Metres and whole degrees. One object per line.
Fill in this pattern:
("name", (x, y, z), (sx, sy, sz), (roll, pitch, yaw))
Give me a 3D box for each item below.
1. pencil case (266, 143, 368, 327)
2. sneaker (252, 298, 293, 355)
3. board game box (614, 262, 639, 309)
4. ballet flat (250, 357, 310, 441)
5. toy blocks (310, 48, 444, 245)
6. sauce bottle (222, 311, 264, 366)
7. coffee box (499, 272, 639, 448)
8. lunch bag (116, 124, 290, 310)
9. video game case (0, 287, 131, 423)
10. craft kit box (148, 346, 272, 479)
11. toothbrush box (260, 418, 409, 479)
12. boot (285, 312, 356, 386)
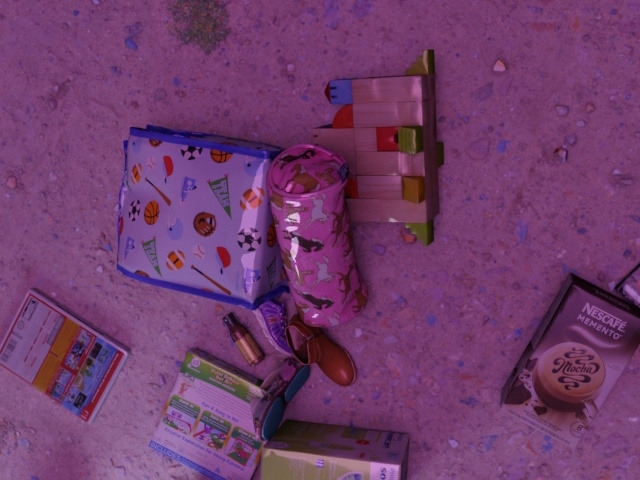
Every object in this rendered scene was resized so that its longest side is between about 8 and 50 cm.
("pencil case", (0.000, 0.000, 1.617), (0.167, 0.160, 0.386), (-9, 131, 0))
("sneaker", (-0.097, 0.173, 1.788), (0.071, 0.068, 0.170), (-30, 88, 6))
("board game box", (0.704, 0.117, 1.642), (0.186, 0.026, 0.126), (44, 102, 5))
("ballet flat", (-0.101, 0.335, 1.745), (0.079, 0.221, 0.077), (10, 132, 25))
("toy blocks", (0.101, -0.189, 1.677), (0.260, 0.190, 0.382), (2, 105, 24))
("sauce bottle", (-0.173, 0.218, 1.819), (0.042, 0.042, 0.128), (-33, 86, 12))
("coffee box", (0.503, 0.237, 1.633), (0.168, 0.119, 0.297), (27, 105, 8))
("lunch bag", (-0.246, -0.062, 1.707), (0.385, 0.239, 0.328), (9, 99, 21))
("video game case", (-0.608, 0.270, 1.918), (0.285, 0.025, 0.204), (31, 99, 8))
("craft kit box", (-0.229, 0.403, 1.839), (0.249, 0.061, 0.247), (25, 101, 8))
("toothbrush box", (0.035, 0.473, 1.714), (0.283, 0.206, 0.122), (6, 95, 12))
("boot", (-0.006, 0.243, 1.729), (0.073, 0.152, 0.197), (-40, 86, 12))
